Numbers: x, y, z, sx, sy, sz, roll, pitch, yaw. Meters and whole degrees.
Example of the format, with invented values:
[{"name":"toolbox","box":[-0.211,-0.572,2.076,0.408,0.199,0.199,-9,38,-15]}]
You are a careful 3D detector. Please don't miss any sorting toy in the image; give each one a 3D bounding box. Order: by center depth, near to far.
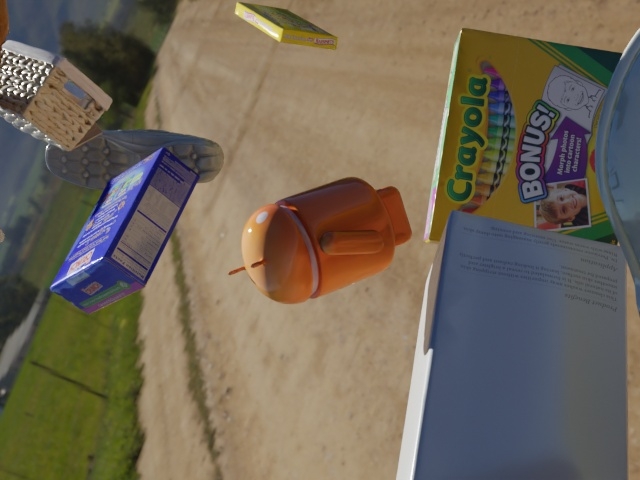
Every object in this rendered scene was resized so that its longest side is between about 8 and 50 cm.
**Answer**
[{"name":"sorting toy","box":[-0.378,-0.185,1.499,0.083,0.062,0.012,-32,-25,-17]}]

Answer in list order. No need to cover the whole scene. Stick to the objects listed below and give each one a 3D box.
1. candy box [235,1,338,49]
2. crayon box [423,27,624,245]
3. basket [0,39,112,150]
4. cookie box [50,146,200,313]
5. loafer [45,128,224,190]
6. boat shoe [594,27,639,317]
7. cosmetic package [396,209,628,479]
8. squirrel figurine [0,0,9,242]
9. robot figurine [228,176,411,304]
[{"name":"candy box","box":[-0.061,-0.368,1.589,0.206,0.105,0.027,44,128,52]},{"name":"crayon box","box":[0.360,-0.153,1.589,0.106,0.313,0.363,111,168,-88]},{"name":"basket","box":[-0.407,-0.209,1.352,0.167,0.113,0.103,24,78,41]},{"name":"cookie box","box":[-0.147,-0.006,0.700,0.092,0.040,0.107,-22,37,47]},{"name":"loafer","box":[-0.337,-0.149,1.706,0.111,0.319,0.112,-90,4,-76]},{"name":"boat shoe","box":[0.277,-0.033,0.676,0.116,0.319,0.099,5,38,34]},{"name":"cosmetic package","box":[0.204,0.174,0.997,0.156,0.217,0.385,99,-174,-55]},{"name":"squirrel figurine","box":[-0.501,-0.167,1.186,0.397,0.281,0.371,-97,4,-68]},{"name":"robot figurine","box":[0.001,-0.001,1.106,0.158,0.219,0.128,48,148,40]}]
